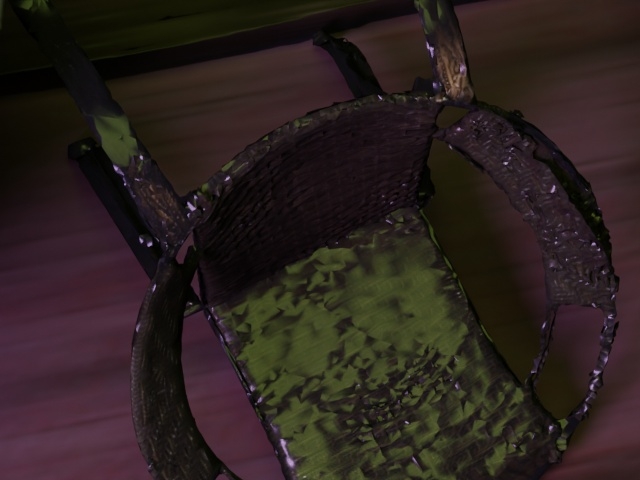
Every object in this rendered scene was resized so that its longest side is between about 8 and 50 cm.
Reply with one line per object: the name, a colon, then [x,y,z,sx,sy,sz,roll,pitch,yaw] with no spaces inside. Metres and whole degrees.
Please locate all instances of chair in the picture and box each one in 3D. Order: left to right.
chair: [0.000,0.000,0.606,0.174,0.149,0.213,-26,75,-11]

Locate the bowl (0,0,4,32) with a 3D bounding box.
bowl: [-0.251,-0.049,0.607,0.337,0.157,0.337,-2,69,5]
